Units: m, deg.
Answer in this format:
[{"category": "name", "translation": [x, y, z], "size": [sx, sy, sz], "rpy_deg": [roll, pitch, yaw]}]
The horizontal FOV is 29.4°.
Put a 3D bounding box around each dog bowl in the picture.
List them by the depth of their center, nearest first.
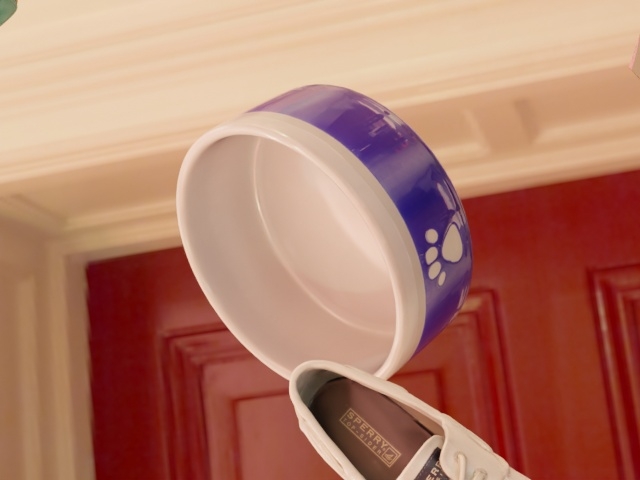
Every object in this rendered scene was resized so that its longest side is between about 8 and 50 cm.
[{"category": "dog bowl", "translation": [0.000, 0.000, 1.080], "size": [0.104, 0.265, 0.264], "rpy_deg": [-34, -62, -38]}]

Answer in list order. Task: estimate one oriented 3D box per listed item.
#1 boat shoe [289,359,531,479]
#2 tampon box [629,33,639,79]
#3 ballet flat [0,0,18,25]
[{"category": "boat shoe", "translation": [0.076, 0.167, 0.814], "size": [0.095, 0.258, 0.084], "rpy_deg": [-55, -30, -10]}, {"category": "tampon box", "translation": [0.323, -0.174, 0.989], "size": [0.161, 0.102, 0.120], "rpy_deg": [-66, -9, -74]}, {"category": "ballet flat", "translation": [-0.486, -0.263, 1.572], "size": [0.077, 0.231, 0.077], "rpy_deg": [54, -171, 23]}]
